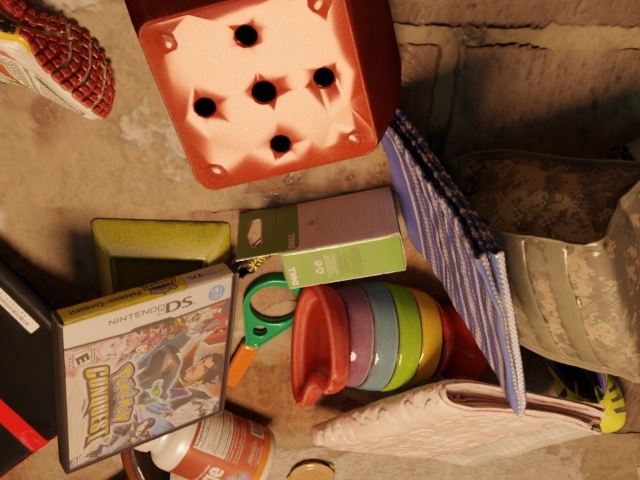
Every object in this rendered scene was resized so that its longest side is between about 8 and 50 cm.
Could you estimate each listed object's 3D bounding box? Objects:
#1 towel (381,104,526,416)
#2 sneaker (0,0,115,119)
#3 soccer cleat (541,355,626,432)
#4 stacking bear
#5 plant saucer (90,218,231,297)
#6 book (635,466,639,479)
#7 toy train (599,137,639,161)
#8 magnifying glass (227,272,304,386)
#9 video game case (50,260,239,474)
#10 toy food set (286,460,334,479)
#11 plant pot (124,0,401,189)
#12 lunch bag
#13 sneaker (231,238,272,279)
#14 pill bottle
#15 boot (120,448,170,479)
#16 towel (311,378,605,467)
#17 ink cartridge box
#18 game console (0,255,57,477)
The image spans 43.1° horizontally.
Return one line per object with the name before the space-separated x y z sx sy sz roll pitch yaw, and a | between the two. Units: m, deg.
towel | 0.142 0.009 0.931 0.040 0.336 0.243 -21 128 -1
sneaker | -0.329 -0.211 0.904 0.225 0.088 0.092 37 138 -27
soccer cleat | 0.407 0.227 1.246 0.093 0.121 0.289 -24 125 15
stacking bear | 0.119 0.142 1.146 0.289 0.164 0.175 3 159 -20
plant saucer | -0.221 0.060 1.131 0.188 0.045 0.188 2 128 -4
book | 0.648 0.436 1.437 0.144 0.096 0.035 -10 128 5
toy train | 0.506 -0.088 1.007 0.334 0.142 0.190 -24 113 18
magnifying glass | -0.094 0.137 1.214 0.092 0.026 0.231 19 123 -17
video game case | -0.234 0.173 1.100 0.248 0.035 0.275 -16 132 -33
toy food set | -0.014 0.419 1.437 0.082 0.020 0.083 15 125 -14
plant pot | -0.057 -0.202 0.816 0.267 0.236 0.267 -12 127 7
lunch bag | 0.267 0.021 1.007 0.287 0.169 0.235 13 140 45
sneaker | -0.088 0.028 1.118 0.083 0.035 0.031 -35 122 19
pill bottle | -0.190 0.320 1.287 0.216 0.121 0.121 28 122 -22
boot | -0.390 0.438 1.413 0.280 0.096 0.264 -5 136 10
towel | 0.199 0.282 1.213 0.317 0.053 0.332 14 151 -27
ink cartridge box | 0.000 0.000 1.056 0.209 0.109 0.062 -10 127 5
game console | -0.518 0.155 1.120 0.342 0.060 0.386 -38 106 13
